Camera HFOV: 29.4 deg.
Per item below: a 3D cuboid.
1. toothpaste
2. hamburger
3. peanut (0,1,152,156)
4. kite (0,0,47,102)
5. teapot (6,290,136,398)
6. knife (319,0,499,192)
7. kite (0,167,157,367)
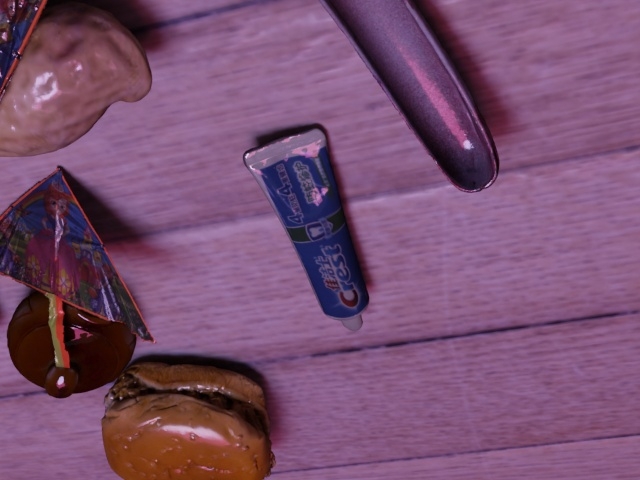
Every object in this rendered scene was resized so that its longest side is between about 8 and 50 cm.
[{"bbox_3d":[0.000,0.000,0.861,0.057,0.035,0.197,-18,134,4],"label":"toothpaste"},{"bbox_3d":[-0.110,0.165,1.030,0.147,0.083,0.138,8,144,4],"label":"hamburger"},{"bbox_3d":[-0.213,-0.099,0.737,0.227,0.086,0.104,2,128,3],"label":"peanut"},{"bbox_3d":[-0.239,-0.128,0.682,0.241,0.014,0.183,-10,101,6],"label":"kite"},{"bbox_3d":[-0.194,0.083,0.948,0.098,0.078,0.129,22,137,-18],"label":"teapot"},{"bbox_3d":[0.037,-0.133,0.687,0.123,0.053,0.278,-22,133,23],"label":"knife"},{"bbox_3d":[-0.190,0.021,0.882,0.190,0.010,0.159,22,116,27],"label":"kite"}]
